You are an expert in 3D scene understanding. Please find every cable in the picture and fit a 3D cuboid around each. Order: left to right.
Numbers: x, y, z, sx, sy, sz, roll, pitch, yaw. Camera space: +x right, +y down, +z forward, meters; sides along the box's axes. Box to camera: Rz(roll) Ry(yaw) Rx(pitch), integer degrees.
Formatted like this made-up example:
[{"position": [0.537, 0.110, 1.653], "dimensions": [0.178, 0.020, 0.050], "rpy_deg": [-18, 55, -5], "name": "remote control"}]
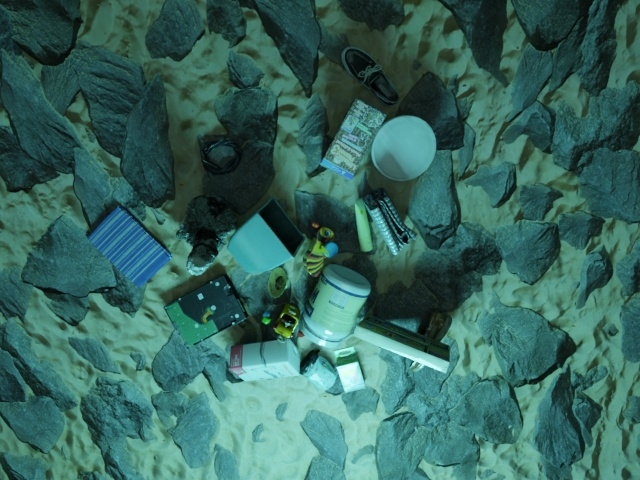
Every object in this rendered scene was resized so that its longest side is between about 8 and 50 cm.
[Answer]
[{"position": [-0.432, -0.365, 1.827], "dimensions": [0.185, 0.047, 0.150], "rpy_deg": [-7, 104, 2], "name": "cable"}]

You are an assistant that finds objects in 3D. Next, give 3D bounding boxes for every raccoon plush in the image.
[{"position": [-0.536, 0.009, 1.725], "dimensions": [0.216, 0.446, 0.299], "rpy_deg": [38, 127, -13], "name": "raccoon plush"}]

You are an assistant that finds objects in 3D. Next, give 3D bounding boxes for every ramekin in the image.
[{"position": [0.336, -0.394, 1.757], "dimensions": [0.273, 0.127, 0.272], "rpy_deg": [-2, 110, -7], "name": "ramekin"}]

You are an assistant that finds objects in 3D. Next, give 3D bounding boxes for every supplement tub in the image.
[{"position": [0.064, 0.295, 1.891], "dimensions": [0.235, 0.235, 0.324], "rpy_deg": [23, 103, -5], "name": "supplement tub"}]

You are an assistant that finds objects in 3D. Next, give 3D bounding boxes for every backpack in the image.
[{"position": [-0.010, 0.646, 2.043], "dimensions": [0.182, 0.115, 0.152], "rpy_deg": [41, 98, -12], "name": "backpack"}]

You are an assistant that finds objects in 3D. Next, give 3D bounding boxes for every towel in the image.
[{"position": [-0.887, 0.031, 1.941], "dimensions": [0.243, 0.040, 0.336], "rpy_deg": [-41, 98, 11], "name": "towel"}, {"position": [0.289, -0.096, 1.767], "dimensions": [0.121, 0.283, 0.235], "rpy_deg": [-30, 103, 6], "name": "towel"}]

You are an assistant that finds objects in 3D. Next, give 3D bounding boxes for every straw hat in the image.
[{"position": [-0.183, 0.200, 1.956], "dimensions": [0.061, 0.144, 0.144], "rpy_deg": [13, 108, -42], "name": "straw hat"}]

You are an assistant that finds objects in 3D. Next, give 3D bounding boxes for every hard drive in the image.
[{"position": [-0.541, 0.337, 1.974], "dimensions": [0.339, 0.064, 0.236], "rpy_deg": [-29, 90, 6], "name": "hard drive"}]

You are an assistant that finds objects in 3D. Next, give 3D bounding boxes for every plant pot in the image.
[{"position": [-0.258, 0.002, 1.825], "dimensions": [0.252, 0.247, 0.248], "rpy_deg": [-34, 102, 19], "name": "plant pot"}]

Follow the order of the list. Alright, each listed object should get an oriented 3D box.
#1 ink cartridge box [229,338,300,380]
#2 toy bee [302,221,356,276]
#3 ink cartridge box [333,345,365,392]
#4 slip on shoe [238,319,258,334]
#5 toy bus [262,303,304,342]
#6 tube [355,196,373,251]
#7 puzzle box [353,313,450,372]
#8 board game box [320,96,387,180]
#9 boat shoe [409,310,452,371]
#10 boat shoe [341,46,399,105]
[{"position": [-0.256, 0.566, 1.959], "dimensions": [0.283, 0.117, 0.207], "rpy_deg": [-9, 144, 9], "name": "ink cartridge box"}, {"position": [0.000, 0.000, 1.857], "dimensions": [0.162, 0.195, 0.298], "rpy_deg": [40, 63, -24], "name": "toy bee"}, {"position": [0.145, 0.642, 2.066], "dimensions": [0.109, 0.062, 0.209], "rpy_deg": [-15, 103, 5], "name": "ink cartridge box"}, {"position": [-0.363, 0.417, 2.025], "dimensions": [0.051, 0.041, 0.135], "rpy_deg": [-43, 100, 10], "name": "slip on shoe"}, {"position": [-0.152, 0.371, 1.939], "dimensions": [0.191, 0.202, 0.104], "rpy_deg": [14, 109, -48], "name": "toy bus"}, {"position": [0.192, -0.070, 1.880], "dimensions": [0.062, 0.070, 0.240], "rpy_deg": [-15, 106, -12], "name": "tube"}, {"position": [0.367, 0.444, 1.846], "dimensions": [0.409, 0.272, 0.052], "rpy_deg": [19, 97, 16], "name": "puzzle box"}, {"position": [0.128, -0.415, 1.715], "dimensions": [0.141, 0.232, 0.291], "rpy_deg": [28, 102, -5], "name": "board game box"}, {"position": [0.508, 0.481, 2.004], "dimensions": [0.116, 0.123, 0.324], "rpy_deg": [31, 98, 13], "name": "boat shoe"}, {"position": [0.207, -0.676, 1.713], "dimensions": [0.113, 0.105, 0.306], "rpy_deg": [-40, 101, 9], "name": "boat shoe"}]
